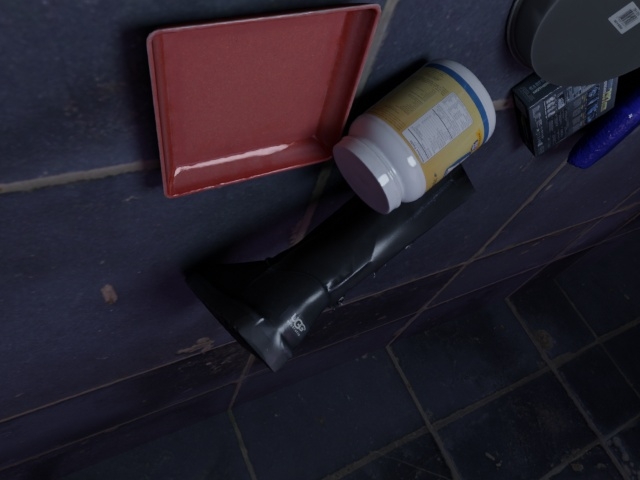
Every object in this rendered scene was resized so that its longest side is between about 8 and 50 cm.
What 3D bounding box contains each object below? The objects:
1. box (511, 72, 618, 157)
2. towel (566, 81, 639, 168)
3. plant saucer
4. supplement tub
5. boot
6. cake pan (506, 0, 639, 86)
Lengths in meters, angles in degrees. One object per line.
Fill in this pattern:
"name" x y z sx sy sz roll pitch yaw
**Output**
"box" 0.474 -0.274 0.972 0.183 0.059 0.232 -34 154 15
"towel" 0.679 -0.297 1.084 0.227 0.076 0.308 -25 157 -42
"plant saucer" -0.077 -0.173 0.617 0.258 0.048 0.259 -17 154 -22
"supplement tub" 0.131 -0.146 0.721 0.199 0.144 0.144 -39 157 -9
"boot" 0.001 0.001 0.896 0.445 0.367 0.146 -43 118 -17
"cake pan" 0.421 -0.330 0.717 0.293 0.054 0.293 -7 153 -4
